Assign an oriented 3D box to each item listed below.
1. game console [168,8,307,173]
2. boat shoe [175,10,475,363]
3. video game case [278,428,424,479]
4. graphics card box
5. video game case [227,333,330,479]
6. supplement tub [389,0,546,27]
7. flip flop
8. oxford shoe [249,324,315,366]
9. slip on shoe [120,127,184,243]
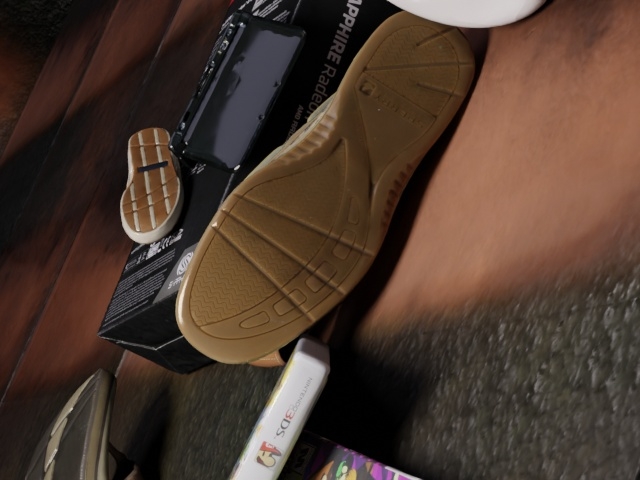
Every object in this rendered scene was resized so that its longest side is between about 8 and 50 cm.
[{"bbox_3d":[-0.058,-0.107,1.359,0.122,0.071,0.107,-63,-10,-6],"label":"game console"},{"bbox_3d":[0.006,-0.030,1.219,0.285,0.104,0.089,-50,0,-14],"label":"boat shoe"},{"bbox_3d":[-0.014,0.229,0.992,0.232,0.042,0.210,-64,17,-6],"label":"video game case"},{"bbox_3d":[-0.050,-0.085,1.468,0.233,0.094,0.371,-27,38,61],"label":"graphics card box"},{"bbox_3d":[-0.049,0.159,1.118,0.206,0.026,0.227,-63,-1,0],"label":"video game case"},{"bbox_3d":[0.108,-0.259,1.184,0.144,0.144,0.200,-32,35,59],"label":"supplement tub"},{"bbox_3d":[-0.174,0.226,1.417,0.112,0.080,0.277,-48,38,28],"label":"flip flop"},{"bbox_3d":[0.000,0.000,1.279,0.076,0.076,0.212,12,71,41],"label":"oxford shoe"},{"bbox_3d":[-0.134,-0.037,1.423,0.135,0.051,0.041,-102,1,-51],"label":"slip on shoe"}]
